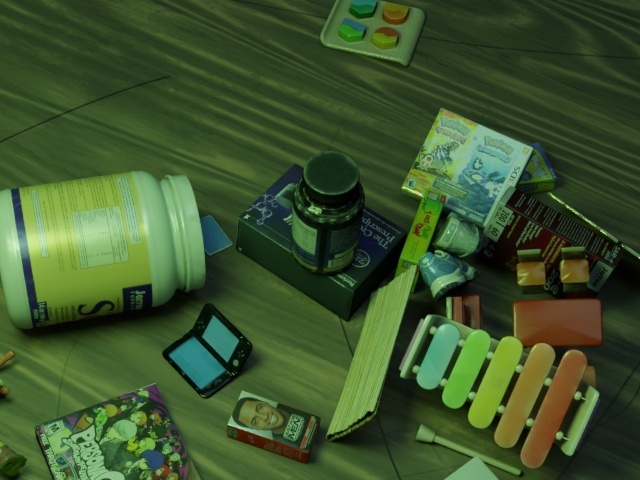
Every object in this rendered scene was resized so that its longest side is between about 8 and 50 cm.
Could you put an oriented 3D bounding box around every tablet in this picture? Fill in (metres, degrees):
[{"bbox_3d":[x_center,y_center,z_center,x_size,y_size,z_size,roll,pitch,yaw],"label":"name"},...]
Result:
[{"bbox_3d":[-0.210,-0.010,2.043,0.054,0.006,0.083,-26,60,-25],"label":"tablet"}]

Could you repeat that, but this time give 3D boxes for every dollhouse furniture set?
[{"bbox_3d":[0.353,0.144,1.861,0.259,0.135,0.262,-3,73,13],"label":"dollhouse furniture set"}]

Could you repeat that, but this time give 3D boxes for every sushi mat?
[{"bbox_3d":[0.089,0.189,1.838,0.019,0.151,0.317,33,50,-15],"label":"sushi mat"}]

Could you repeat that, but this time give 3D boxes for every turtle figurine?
[{"bbox_3d":[-0.560,0.291,1.705,0.269,0.087,0.217,-33,62,-29],"label":"turtle figurine"}]

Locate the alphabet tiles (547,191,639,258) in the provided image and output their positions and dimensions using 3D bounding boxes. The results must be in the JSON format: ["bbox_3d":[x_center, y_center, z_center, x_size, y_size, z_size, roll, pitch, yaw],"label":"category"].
[{"bbox_3d":[0.547,-0.012,2.054,0.237,0.198,0.009,38,100,22],"label":"alphabet tiles"}]

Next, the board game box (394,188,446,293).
[{"bbox_3d":[0.187,0.000,2.033,0.043,0.092,0.181,19,52,7],"label":"board game box"}]

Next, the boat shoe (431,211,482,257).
[{"bbox_3d":[0.256,0.000,1.991,0.081,0.227,0.079,30,94,3],"label":"boat shoe"}]

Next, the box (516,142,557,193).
[{"bbox_3d":[0.378,-0.140,2.203,0.179,0.043,0.105,-10,54,-13],"label":"box"}]

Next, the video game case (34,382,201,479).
[{"bbox_3d":[-0.316,0.359,1.713,0.210,0.042,0.232,-17,56,-22],"label":"video game case"}]

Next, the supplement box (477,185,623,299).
[{"bbox_3d":[0.421,0.018,2.006,0.239,0.130,0.073,30,40,10],"label":"supplement box"}]

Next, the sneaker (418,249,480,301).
[{"bbox_3d":[0.229,0.054,1.939,0.080,0.211,0.081,-36,81,12],"label":"sneaker"}]

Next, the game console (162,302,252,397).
[{"bbox_3d":[-0.194,0.187,1.850,0.122,0.107,0.071,42,30,23],"label":"game console"}]

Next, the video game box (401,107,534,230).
[{"bbox_3d":[0.290,-0.137,2.133,0.205,0.048,0.187,25,81,12],"label":"video game box"}]

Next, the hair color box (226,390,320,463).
[{"bbox_3d":[-0.077,0.308,1.785,0.141,0.043,0.072,17,52,7],"label":"hair color box"}]

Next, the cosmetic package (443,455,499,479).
[{"bbox_3d":[0.186,0.540,1.602,0.377,0.097,0.284,-29,59,-26],"label":"cosmetic package"}]

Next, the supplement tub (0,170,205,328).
[{"bbox_3d":[-0.381,0.010,1.855,0.331,0.241,0.241,-9,54,-14],"label":"supplement tub"}]

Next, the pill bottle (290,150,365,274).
[{"bbox_3d":[0.012,-0.047,1.839,0.122,0.219,0.123,2,55,-3],"label":"pill bottle"}]

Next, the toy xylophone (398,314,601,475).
[{"bbox_3d":[0.283,0.258,1.767,0.322,0.081,0.236,16,94,9],"label":"toy xylophone"}]

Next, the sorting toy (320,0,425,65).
[{"bbox_3d":[0.121,-0.488,2.447,0.208,0.038,0.193,17,51,5],"label":"sorting toy"}]

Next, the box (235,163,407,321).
[{"bbox_3d":[0.000,0.000,2.005,0.261,0.103,0.184,32,57,17],"label":"box"}]
